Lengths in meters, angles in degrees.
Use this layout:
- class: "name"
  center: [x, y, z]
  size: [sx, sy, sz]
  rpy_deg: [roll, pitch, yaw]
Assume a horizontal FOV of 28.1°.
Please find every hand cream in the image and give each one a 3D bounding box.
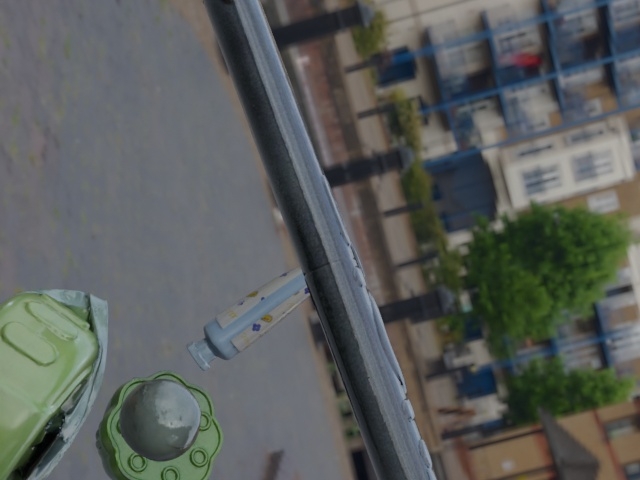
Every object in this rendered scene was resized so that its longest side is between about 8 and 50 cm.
- class: "hand cream"
  center: [-0.056, 0.067, 1.267]
  size: [0.043, 0.171, 0.065]
  rpy_deg: [53, -4, -6]

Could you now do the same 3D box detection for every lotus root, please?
- class: "lotus root"
  center: [-0.255, 0.293, 1.845]
  size: [0.186, 0.186, 0.186]
  rpy_deg: [-15, 90, -85]

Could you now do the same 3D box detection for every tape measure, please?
- class: "tape measure"
  center: [-0.223, 0.121, 0.895]
  size: [0.106, 0.200, 0.175]
  rpy_deg: [38, 3, -1]

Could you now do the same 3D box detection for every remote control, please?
- class: "remote control"
  center: [0.000, 0.000, 0.903]
  size: [0.107, 0.044, 0.377]
  rpy_deg: [33, 36, -83]

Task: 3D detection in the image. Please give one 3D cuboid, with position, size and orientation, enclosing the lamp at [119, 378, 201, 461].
- class: "lamp"
  center: [-0.200, 0.224, 1.595]
  size: [0.105, 0.105, 0.105]
  rpy_deg: [-15, 90, -85]
